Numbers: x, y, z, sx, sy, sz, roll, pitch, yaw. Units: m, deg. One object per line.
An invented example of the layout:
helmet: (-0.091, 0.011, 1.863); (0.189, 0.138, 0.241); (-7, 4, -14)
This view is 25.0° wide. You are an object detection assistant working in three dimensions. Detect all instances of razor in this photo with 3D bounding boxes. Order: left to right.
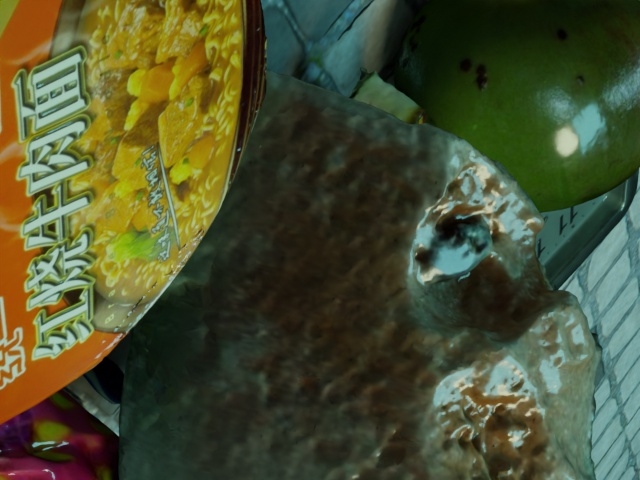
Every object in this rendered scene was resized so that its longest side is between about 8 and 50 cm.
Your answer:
razor: (-0.135, 0.055, 0.827); (0.028, 0.044, 0.155); (-18, 146, -8)

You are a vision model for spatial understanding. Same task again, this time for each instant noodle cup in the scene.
instant noodle cup: (-0.151, -0.061, 0.510); (0.213, 0.174, 0.213); (-38, 148, -30)

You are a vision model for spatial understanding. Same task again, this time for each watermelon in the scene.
watermelon: (-0.008, 0.046, 0.745); (0.151, 0.302, 0.264); (12, 85, -47)

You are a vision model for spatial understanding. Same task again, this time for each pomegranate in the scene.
pomegranate: (0.130, -0.127, 0.925); (0.181, 0.181, 0.224); (-39, 132, -31)

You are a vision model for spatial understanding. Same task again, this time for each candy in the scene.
candy: (-0.205, 0.071, 0.659); (0.124, 0.124, 0.365); (-51, 144, -11)

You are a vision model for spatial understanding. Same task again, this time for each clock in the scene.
clock: (0.183, -0.037, 1.229); (0.273, 0.049, 0.279); (-44, 150, -22)

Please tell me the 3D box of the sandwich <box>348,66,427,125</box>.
sandwich: (0.000, 0.000, 0.914); (0.162, 0.058, 0.193); (-50, 167, -16)
